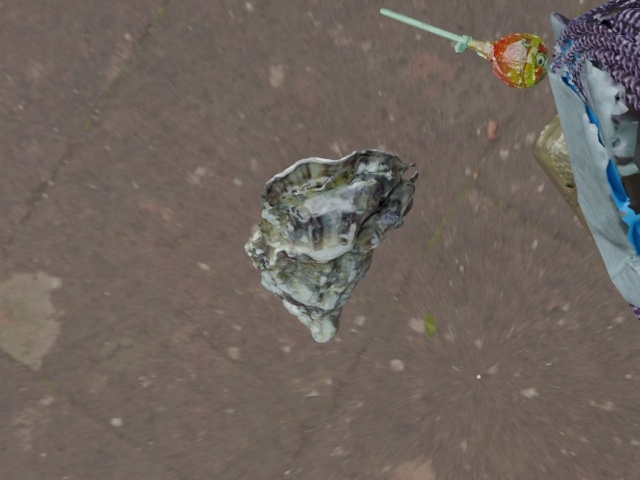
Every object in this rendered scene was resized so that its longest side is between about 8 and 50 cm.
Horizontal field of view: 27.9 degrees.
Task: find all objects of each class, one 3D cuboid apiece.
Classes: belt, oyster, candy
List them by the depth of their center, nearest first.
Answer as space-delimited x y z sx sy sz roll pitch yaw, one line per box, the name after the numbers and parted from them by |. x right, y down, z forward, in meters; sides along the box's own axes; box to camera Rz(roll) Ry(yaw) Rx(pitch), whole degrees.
0.267 -0.028 0.870 0.122 0.324 0.260 -31 40 -7 | belt
-0.001 -0.003 1.086 0.252 0.199 0.087 -42 62 36 | oyster
0.156 -0.221 1.411 0.201 0.060 0.060 22 87 16 | candy

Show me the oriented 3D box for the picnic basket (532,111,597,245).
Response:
0.334 -0.054 1.198 0.165 0.266 0.139 -49 41 -5 | picnic basket
